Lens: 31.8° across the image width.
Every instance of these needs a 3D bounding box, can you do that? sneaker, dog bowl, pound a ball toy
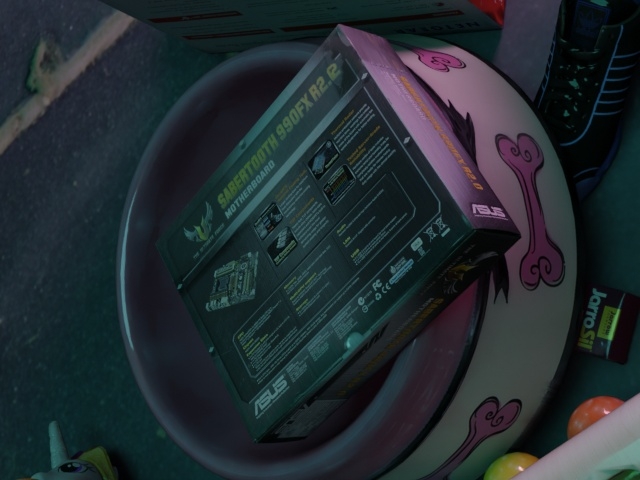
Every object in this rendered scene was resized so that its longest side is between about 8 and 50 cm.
[{"bbox_3d":[0.204,-0.136,0.869,0.081,0.090,0.232,26,95,34],"label":"sneaker"},{"bbox_3d":[-0.004,0.020,0.904,0.408,0.150,0.408,-4,83,40],"label":"dog bowl"},{"bbox_3d":[0.159,0.193,0.762,0.319,0.208,0.135,-40,62,21],"label":"pound a ball toy"}]

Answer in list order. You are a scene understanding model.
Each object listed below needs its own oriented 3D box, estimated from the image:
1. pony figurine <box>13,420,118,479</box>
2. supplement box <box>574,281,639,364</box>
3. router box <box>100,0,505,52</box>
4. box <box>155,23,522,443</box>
[{"bbox_3d":[-0.198,0.301,0.932,0.303,0.363,0.351,-44,76,10],"label":"pony figurine"},{"bbox_3d":[0.196,0.058,0.864,0.083,0.043,0.055,14,88,34],"label":"supplement box"},{"bbox_3d":[-0.057,-0.248,0.937,0.335,0.301,0.082,2,82,33],"label":"router box"},{"bbox_3d":[0.000,0.000,0.766,0.231,0.056,0.183,-47,57,27],"label":"box"}]
